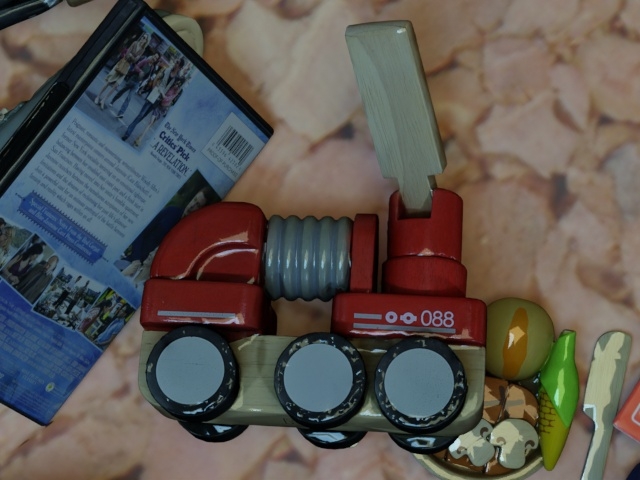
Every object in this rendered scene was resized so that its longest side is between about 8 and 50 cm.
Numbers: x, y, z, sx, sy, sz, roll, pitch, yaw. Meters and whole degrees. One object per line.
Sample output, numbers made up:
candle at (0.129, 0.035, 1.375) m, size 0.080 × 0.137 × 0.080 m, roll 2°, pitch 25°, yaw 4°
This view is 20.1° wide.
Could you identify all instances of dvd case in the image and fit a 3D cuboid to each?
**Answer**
dvd case at (-0.149, -0.013, 1.138) m, size 0.022 × 0.180 × 0.253 m, roll 36°, pitch 86°, yaw 35°

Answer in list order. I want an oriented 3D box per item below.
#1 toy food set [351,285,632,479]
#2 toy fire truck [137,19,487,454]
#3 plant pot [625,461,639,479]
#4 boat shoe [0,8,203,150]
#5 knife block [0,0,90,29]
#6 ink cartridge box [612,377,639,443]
toy food set at (0.111, 0.102, 1.213) m, size 0.192 × 0.038 × 0.132 m, roll 10°, pitch 88°, yaw -4°
toy fire truck at (0.000, 0.000, 1.151) m, size 0.217 × 0.158 × 0.246 m, roll 3°, pitch 75°, yaw 7°
plant pot at (0.254, 0.299, 1.130) m, size 0.236 × 0.236 × 0.212 m, roll 35°, pitch 92°, yaw -3°
boat shoe at (-0.209, -0.046, 1.155) m, size 0.099 × 0.116 × 0.319 m, roll 37°, pitch 76°, yaw 26°
knife block at (-0.137, -0.199, 1.175) m, size 0.275 × 0.088 × 0.242 m, roll 23°, pitch 88°, yaw -4°
ink cartridge box at (0.370, 0.079, 1.213) m, size 0.239 × 0.060 × 0.275 m, roll 34°, pitch 82°, yaw -4°
